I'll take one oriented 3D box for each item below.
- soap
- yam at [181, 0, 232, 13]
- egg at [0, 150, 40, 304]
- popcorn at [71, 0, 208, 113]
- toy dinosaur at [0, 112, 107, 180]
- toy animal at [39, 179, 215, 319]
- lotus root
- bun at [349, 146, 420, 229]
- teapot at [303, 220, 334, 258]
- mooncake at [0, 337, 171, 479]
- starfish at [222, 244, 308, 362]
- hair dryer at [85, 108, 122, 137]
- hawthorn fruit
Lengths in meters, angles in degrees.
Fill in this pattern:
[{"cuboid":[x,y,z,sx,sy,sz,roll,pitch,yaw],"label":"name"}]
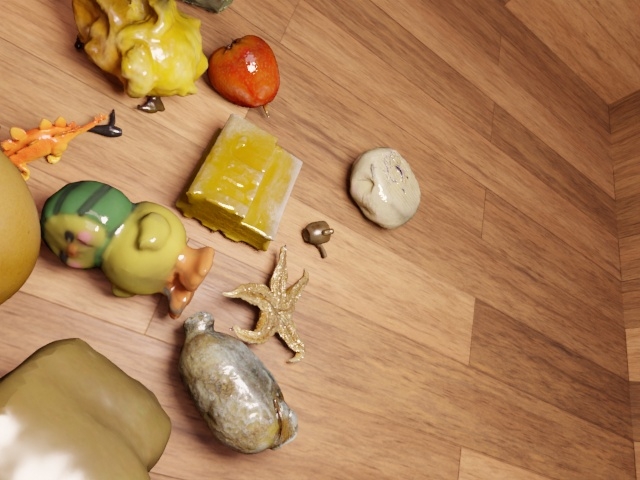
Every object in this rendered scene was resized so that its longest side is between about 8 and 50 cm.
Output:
[{"cuboid":[-0.195,-0.147,1.063,0.259,0.143,0.281,29,56,-23],"label":"soap"},{"cuboid":[-0.361,-0.766,1.137,0.271,0.202,0.201,3,94,-32],"label":"yam"},{"cuboid":[-0.619,-0.027,0.680,0.250,0.250,0.322,-3,98,-32],"label":"egg"},{"cuboid":[-0.418,-0.481,0.967,0.316,0.281,0.297,27,44,-35],"label":"popcorn"},{"cuboid":[-0.574,-0.212,0.856,0.288,0.117,0.070,-41,96,-28],"label":"toy dinosaur"},{"cuboid":[-0.397,0.003,0.860,0.338,0.216,0.191,29,34,-16],"label":"toy animal"},{"cuboid":[-0.199,0.317,0.886,0.175,0.175,0.349,-38,88,-34],"label":"lotus root"},{"cuboid":[0.199,-0.167,1.290,0.273,0.168,0.272,19,61,-38],"label":"bun"},{"cuboid":[0.000,0.000,1.166,0.080,0.085,0.110,-11,100,-32],"label":"teapot"},{"cuboid":[-0.450,0.368,0.556,0.262,0.467,0.467,51,56,-15],"label":"mooncake"},{"cuboid":[-0.116,0.151,1.030,0.299,0.060,0.302,51,40,-29],"label":"starfish"},{"cuboid":[-0.517,-0.285,0.981,0.079,0.031,0.083,5,57,-21],"label":"hair dryer"},{"cuboid":[-0.198,-0.445,1.139,0.196,0.197,0.225,-56,130,-31],"label":"hawthorn fruit"}]
